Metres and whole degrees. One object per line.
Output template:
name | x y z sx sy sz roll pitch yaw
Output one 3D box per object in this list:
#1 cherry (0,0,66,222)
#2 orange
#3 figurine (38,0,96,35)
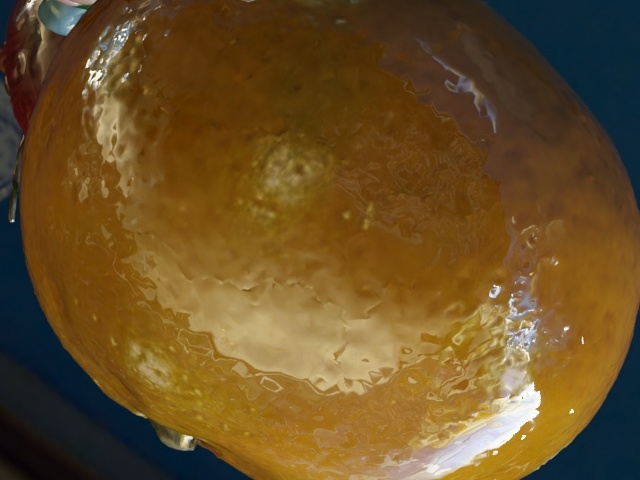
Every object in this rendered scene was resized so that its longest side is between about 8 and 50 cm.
cherry | -0.138 -0.137 1.165 0.175 0.192 0.249 19 -36 -34
orange | 0.000 0.000 0.377 0.156 0.124 0.156 40 -12 11
figurine | -0.067 -0.149 0.615 0.178 0.144 0.114 136 -53 -66
